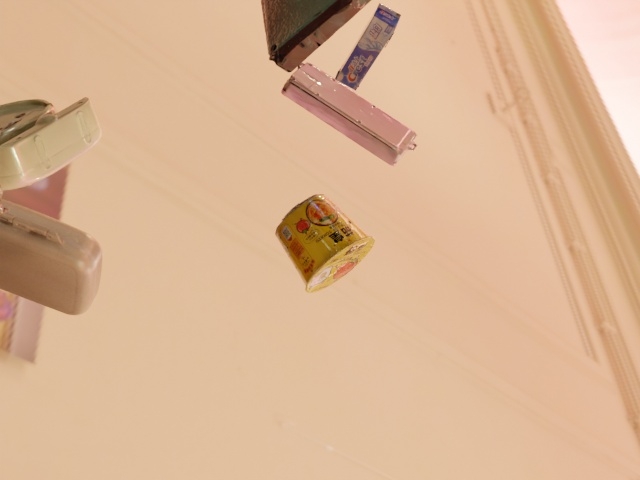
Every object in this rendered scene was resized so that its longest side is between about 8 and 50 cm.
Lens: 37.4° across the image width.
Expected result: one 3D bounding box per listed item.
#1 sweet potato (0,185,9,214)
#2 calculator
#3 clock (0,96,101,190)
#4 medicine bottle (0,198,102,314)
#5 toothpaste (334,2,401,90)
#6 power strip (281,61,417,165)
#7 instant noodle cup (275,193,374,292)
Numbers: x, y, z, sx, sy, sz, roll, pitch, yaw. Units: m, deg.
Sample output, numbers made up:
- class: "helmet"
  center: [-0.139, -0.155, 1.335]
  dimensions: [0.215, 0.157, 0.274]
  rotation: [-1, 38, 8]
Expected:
- class: "sweet potato"
  center: [-0.567, -0.072, 1.636]
  dimensions: [0.038, 0.041, 0.153]
  rotation: [65, -18, 16]
- class: "calculator"
  center: [0.002, -0.459, 1.719]
  dimensions: [0.274, 0.058, 0.248]
  rotation: [-36, -136, 27]
- class: "clock"
  center: [-0.635, -0.200, 1.923]
  dimensions: [0.324, 0.108, 0.265]
  rotation: [3, -148, 30]
- class: "medicine bottle"
  center: [-0.717, 0.033, 2.298]
  dimensions: [0.282, 0.375, 0.123]
  rotation: [110, 0, -46]
- class: "toothpaste"
  center: [0.115, -0.472, 2.335]
  dimensions: [0.053, 0.066, 0.272]
  rotation: [-67, -172, -30]
- class: "power strip"
  center: [0.056, -0.239, 1.781]
  dimensions: [0.037, 0.279, 0.109]
  rotation: [-59, 176, 36]
- class: "instant noodle cup"
  center: [0.000, 0.000, 1.987]
  dimensions: [0.182, 0.182, 0.144]
  rotation: [-45, -107, 18]
